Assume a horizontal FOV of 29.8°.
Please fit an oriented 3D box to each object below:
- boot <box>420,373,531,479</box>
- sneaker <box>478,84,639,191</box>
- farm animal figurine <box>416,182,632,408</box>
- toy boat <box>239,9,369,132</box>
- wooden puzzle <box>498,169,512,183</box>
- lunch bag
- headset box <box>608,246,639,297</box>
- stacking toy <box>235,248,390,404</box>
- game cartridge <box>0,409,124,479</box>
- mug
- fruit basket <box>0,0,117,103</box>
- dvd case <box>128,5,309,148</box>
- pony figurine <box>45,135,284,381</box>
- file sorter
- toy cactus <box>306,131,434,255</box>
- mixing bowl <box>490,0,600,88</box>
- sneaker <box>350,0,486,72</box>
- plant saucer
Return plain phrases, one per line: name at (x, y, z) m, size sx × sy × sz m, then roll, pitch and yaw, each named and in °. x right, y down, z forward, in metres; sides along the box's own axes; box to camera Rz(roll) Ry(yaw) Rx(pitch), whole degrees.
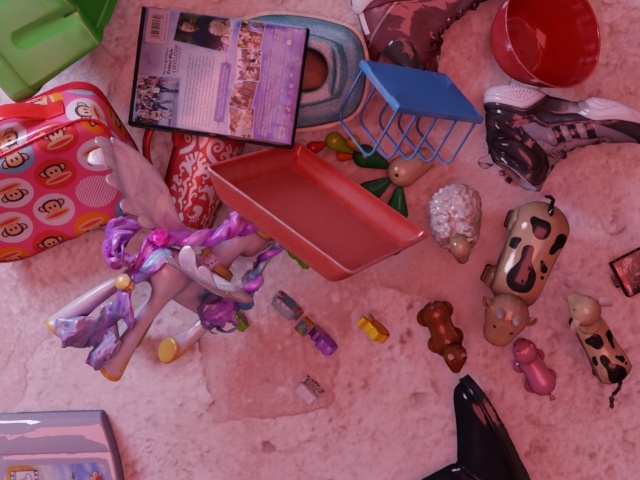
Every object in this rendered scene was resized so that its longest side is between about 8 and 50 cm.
boot at (0.206, 0.360, 1.880) m, size 0.207 × 0.094 × 0.246 m, roll -27°, pitch 97°, yaw -2°
sneaker at (0.375, -0.145, 1.857) m, size 0.269 × 0.101 × 0.153 m, roll 11°, pitch 87°, yaw 4°
farm animal figurine at (0.319, 0.086, 1.832) m, size 0.331 × 0.172 × 0.326 m, roll 6°, pitch 92°, yaw 0°
toy boat at (-0.062, -0.322, 1.835) m, size 0.268 × 0.148 × 0.318 m, roll -3°, pitch 92°, yaw 1°
wooden puzzle at (0.315, -0.130, 1.908) m, size 0.083 × 0.006 × 0.049 m, roll -36°, pitch 91°, yaw 1°
lunch bag at (-0.427, -0.108, 1.791) m, size 0.293 × 0.258 × 0.120 m, roll -22°, pitch 52°, yaw 3°
headset box at (0.501, 0.048, 1.899) m, size 0.083 × 0.032 × 0.062 m, roll -28°, pitch 91°, yaw 2°
stacking toy at (-0.025, 0.127, 1.884) m, size 0.221 × 0.052 × 0.167 m, roll 45°, pitch 107°, yaw 5°
game cartridge at (-0.411, 0.419, 1.911) m, size 0.198 × 0.062 × 0.297 m, roll -2°, pitch 92°, yaw 5°
mug at (-0.204, -0.113, 1.867) m, size 0.150 × 0.113 × 0.169 m, roll 18°, pitch 96°, yaw 1°
fruit basket at (-0.519, -0.402, 1.747) m, size 0.392 × 0.392 × 0.282 m, roll 9°, pitch 49°, yaw 0°
dvd case at (-0.152, -0.241, 1.779) m, size 0.253 × 0.022 × 0.180 m, roll 9°, pitch 96°, yaw 6°
pony figurine at (-0.215, 0.040, 1.734) m, size 0.363 × 0.351 × 0.302 m, roll -43°, pitch 66°, yaw 13°
file sorter at (0.132, -0.188, 1.810) m, size 0.170 × 0.118 × 0.104 m, roll 2°, pitch 131°, yaw -37°
toy cactus at (0.093, -0.092, 1.873) m, size 0.181 × 0.112 × 0.219 m, roll -31°, pitch 83°, yaw -8°
mixing bowl at (0.328, -0.309, 1.842) m, size 0.182 × 0.098 × 0.181 m, roll 5°, pitch 80°, yaw -28°
sneaker at (0.196, -0.341, 1.868) m, size 0.282 × 0.106 × 0.162 m, roll -12°, pitch 102°, yaw 6°
plant saucer at (-0.006, -0.038, 1.712) m, size 0.259 × 0.258 × 0.047 m, roll 35°, pitch 116°, yaw 17°
